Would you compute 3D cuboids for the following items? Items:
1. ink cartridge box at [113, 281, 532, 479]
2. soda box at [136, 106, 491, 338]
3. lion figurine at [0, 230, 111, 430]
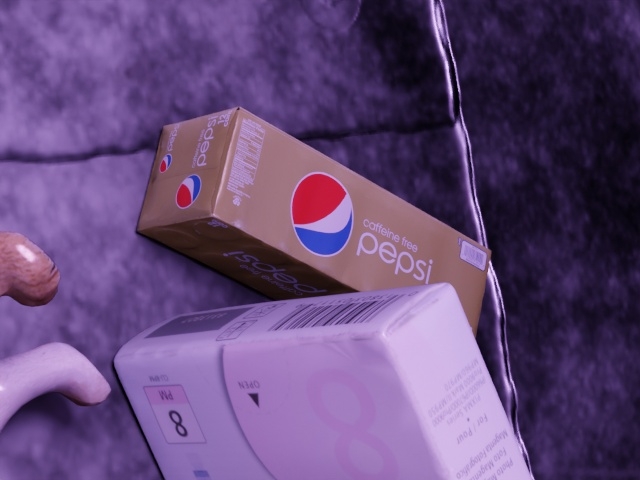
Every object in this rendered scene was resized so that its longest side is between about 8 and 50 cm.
[{"bbox_3d":[0.022,0.136,0.876,0.066,0.189,0.232,-29,103,-41],"label":"ink cartridge box"},{"bbox_3d":[0.000,0.000,0.965,0.181,0.061,0.058,29,65,-36],"label":"soda box"},{"bbox_3d":[-0.117,0.184,0.797,0.392,0.142,0.240,46,71,-10],"label":"lion figurine"}]
